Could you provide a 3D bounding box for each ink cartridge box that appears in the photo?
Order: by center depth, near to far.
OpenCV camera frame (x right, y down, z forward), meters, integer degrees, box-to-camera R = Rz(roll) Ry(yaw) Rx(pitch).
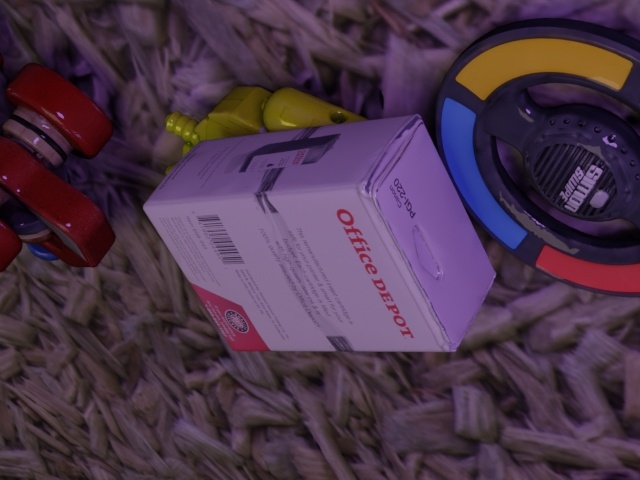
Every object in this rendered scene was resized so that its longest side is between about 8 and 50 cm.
[{"bbox_3d":[0.000,0.000,1.035,0.217,0.092,0.159,-2,129,40],"label":"ink cartridge box"}]

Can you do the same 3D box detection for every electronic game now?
[{"bbox_3d":[0.181,-0.051,0.946,0.229,0.048,0.229,23,140,21],"label":"electronic game"}]

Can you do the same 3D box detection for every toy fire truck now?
[{"bbox_3d":[-0.315,-0.073,1.292,0.302,0.169,0.254,33,167,10],"label":"toy fire truck"}]

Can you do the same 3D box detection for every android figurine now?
[{"bbox_3d":[-0.012,-0.026,1.137,0.272,0.056,0.248,27,142,14],"label":"android figurine"}]
